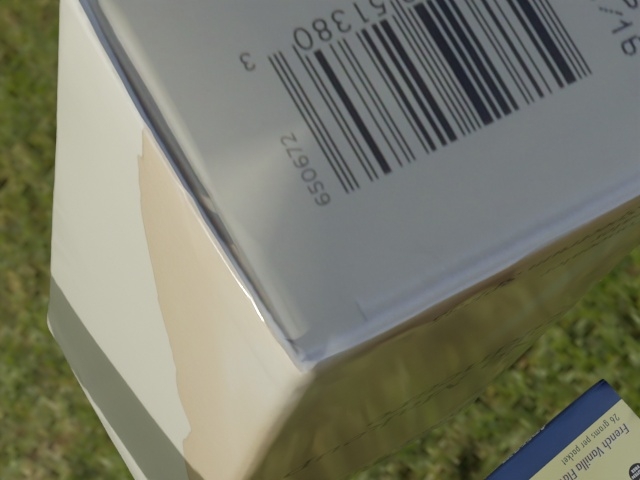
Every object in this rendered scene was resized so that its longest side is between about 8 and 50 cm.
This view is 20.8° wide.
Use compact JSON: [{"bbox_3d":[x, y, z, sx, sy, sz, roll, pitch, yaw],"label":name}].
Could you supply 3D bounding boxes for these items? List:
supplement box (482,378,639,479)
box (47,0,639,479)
[{"bbox_3d":[0.084,0.091,0.491,0.056,0.083,0.083,-41,80,-3],"label":"supplement box"},{"bbox_3d":[0.000,0.000,0.567,0.148,0.311,0.121,-28,78,-16],"label":"box"}]
